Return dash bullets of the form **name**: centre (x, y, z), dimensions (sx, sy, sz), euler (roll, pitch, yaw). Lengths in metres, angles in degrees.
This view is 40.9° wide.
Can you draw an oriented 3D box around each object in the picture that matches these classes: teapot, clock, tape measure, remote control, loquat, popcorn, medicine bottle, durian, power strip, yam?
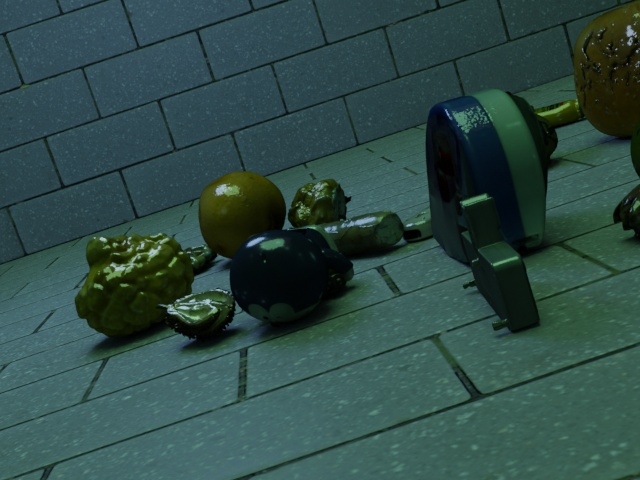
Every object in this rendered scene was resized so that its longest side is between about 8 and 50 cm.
- **teapot**: centre (0.433, -0.246, 1.939), dimensions (0.173, 0.183, 0.269), euler (-19, 10, -1)
- **clock**: centre (-0.056, 0.050, 1.383), dimensions (0.199, 0.147, 0.243), euler (-11, 5, 13)
- **tape measure**: centre (0.262, -0.107, 1.372), dimensions (0.138, 0.262, 0.259), euler (-9, 10, -7)
- **remote control**: centre (0.231, -0.053, 1.672), dimensions (0.078, 0.042, 0.221), euler (-7, 15, 42)
- **loquat**: centre (-0.180, -0.056, 1.962), dimensions (0.208, 0.208, 0.208), euler (-18, 11, 3)
- **popcorn**: centre (-0.359, 0.072, 1.613), dimensions (0.226, 0.203, 0.200), euler (-34, -3, 12)
- **medicine bottle**: centre (0.695, -0.359, 2.393), dimensions (0.260, 0.064, 0.095), euler (-12, 12, 26)
- **durian**: centre (-0.201, 0.128, 1.401), dimensions (0.140, 0.071, 0.110), euler (-1, 20, 16)
- **power strip**: centre (0.209, 0.017, 1.082), dimensions (0.061, 0.145, 0.216), euler (-17, 10, 2)
- **yam**: centre (0.000, 0.000, 1.697), dimensions (0.371, 0.083, 0.083), euler (-9, 14, 43)

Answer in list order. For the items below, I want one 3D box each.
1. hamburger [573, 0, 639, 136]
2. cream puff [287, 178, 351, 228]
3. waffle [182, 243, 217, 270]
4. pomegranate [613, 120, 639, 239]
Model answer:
- **hamburger**: centre (0.690, -0.370, 1.869), dimensions (0.174, 0.284, 0.304), euler (-7, 3, -16)
- **cream puff**: centre (-0.011, -0.069, 1.951), dimensions (0.156, 0.121, 0.156), euler (-22, 15, 6)
- **waffle**: centre (-0.356, 0.060, 2.050), dimensions (0.223, 0.054, 0.204), euler (-11, 12, 37)
- **pomegranate**: centre (0.503, -0.102, 1.165), dimensions (0.248, 0.202, 0.202), euler (-49, 12, 1)
